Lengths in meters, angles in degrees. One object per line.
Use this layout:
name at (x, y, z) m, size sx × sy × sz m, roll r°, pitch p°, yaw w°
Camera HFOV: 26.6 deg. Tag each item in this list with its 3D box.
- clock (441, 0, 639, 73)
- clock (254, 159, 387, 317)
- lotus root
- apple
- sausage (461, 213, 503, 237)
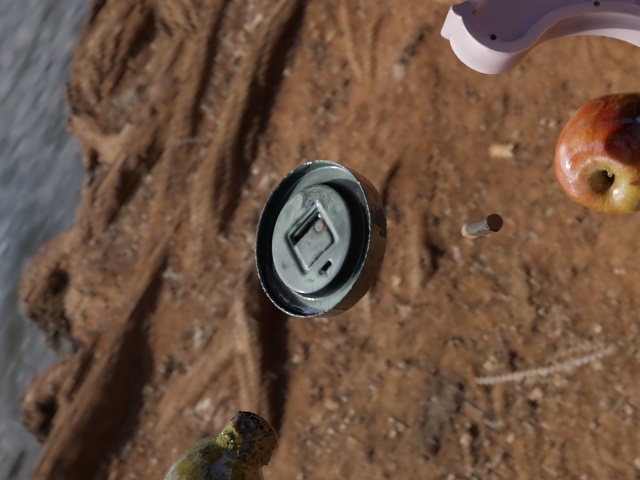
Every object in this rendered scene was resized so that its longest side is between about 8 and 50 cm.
clock at (0.317, -0.310, 1.716) m, size 0.275 × 0.290 × 0.080 m, roll -62°, pitch -2°, yaw -16°
clock at (0.000, 0.000, 1.821) m, size 0.215 × 0.042 × 0.215 m, roll -12°, pitch 72°, yaw 42°
lotus root at (-0.127, 0.341, 1.565) m, size 0.173 × 0.173 × 0.309 m, roll 32°, pitch 114°, yaw 60°
apple at (0.434, -0.131, 1.963) m, size 0.199 × 0.199 × 0.199 m, roll -36°, pitch 35°, yaw 30°
sausage at (0.219, -0.019, 1.847) m, size 0.026 × 0.026 × 0.116 m, roll -61°, pitch 9°, yaw -11°
